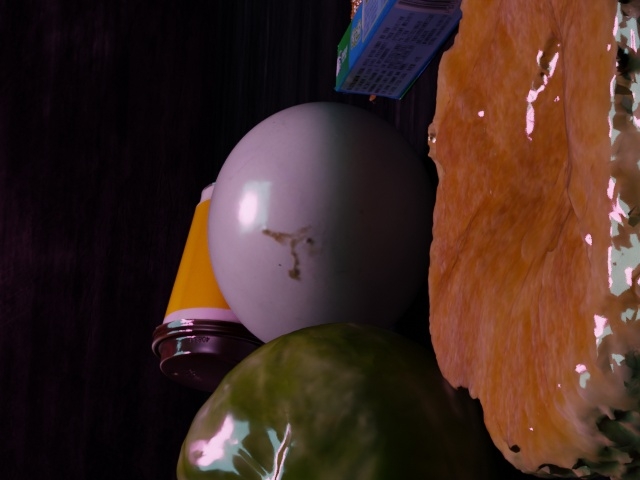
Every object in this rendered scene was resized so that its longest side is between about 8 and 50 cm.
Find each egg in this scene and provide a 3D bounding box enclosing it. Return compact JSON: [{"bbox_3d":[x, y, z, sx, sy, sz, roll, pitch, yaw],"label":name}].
[{"bbox_3d":[0.000,0.000,0.951,0.264,0.183,0.182,98,170,-57],"label":"egg"}]

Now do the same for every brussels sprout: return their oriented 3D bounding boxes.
[{"bbox_3d":[0.015,0.175,0.772,0.244,0.244,0.244,-177,90,-80],"label":"brussels sprout"}]

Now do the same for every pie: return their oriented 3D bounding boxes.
[{"bbox_3d":[0.121,-0.040,0.583,0.339,0.083,0.339,-179,90,-80],"label":"pie"}]

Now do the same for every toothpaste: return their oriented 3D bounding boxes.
[{"bbox_3d":[0.068,-0.183,0.955,0.266,0.065,0.050,130,141,-74],"label":"toothpaste"}]

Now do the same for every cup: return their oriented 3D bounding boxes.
[{"bbox_3d":[-0.122,0.066,1.621,0.196,0.196,0.279,115,163,-64],"label":"cup"}]

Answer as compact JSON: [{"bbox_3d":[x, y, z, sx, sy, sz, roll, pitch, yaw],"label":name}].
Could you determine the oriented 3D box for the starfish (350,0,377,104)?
[{"bbox_3d":[0.051,-0.257,1.148,0.240,0.043,0.227,-103,20,-64],"label":"starfish"}]
